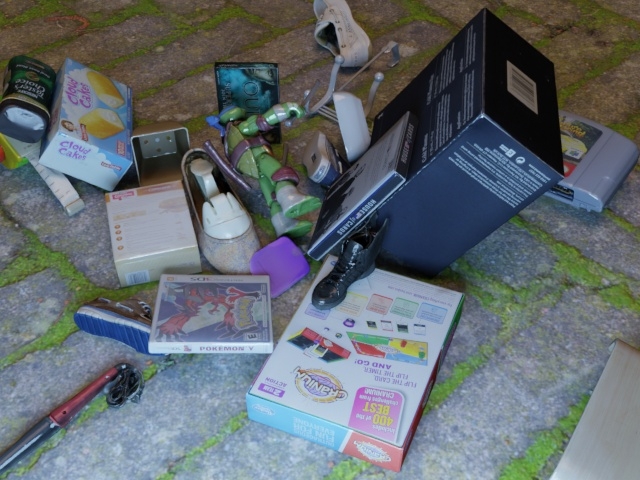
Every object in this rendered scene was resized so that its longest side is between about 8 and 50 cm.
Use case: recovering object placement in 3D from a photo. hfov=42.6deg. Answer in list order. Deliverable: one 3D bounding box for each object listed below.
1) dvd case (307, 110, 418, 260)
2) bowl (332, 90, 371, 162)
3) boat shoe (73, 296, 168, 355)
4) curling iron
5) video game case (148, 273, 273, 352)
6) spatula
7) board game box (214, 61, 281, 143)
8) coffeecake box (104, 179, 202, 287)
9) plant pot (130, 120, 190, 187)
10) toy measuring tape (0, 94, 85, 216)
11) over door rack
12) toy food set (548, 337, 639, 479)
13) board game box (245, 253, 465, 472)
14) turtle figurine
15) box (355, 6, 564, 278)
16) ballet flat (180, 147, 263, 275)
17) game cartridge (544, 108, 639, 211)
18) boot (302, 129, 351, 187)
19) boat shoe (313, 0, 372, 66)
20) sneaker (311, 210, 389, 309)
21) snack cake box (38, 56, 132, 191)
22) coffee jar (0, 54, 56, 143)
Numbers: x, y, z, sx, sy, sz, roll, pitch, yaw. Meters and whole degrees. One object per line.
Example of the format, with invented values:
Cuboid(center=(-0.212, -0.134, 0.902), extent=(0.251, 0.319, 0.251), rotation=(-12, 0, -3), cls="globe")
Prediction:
Cuboid(center=(0.071, -0.092, 1.382), extent=(0.029, 0.238, 0.179), rotation=(35, 40, -16), cls="dvd case")
Cuboid(center=(0.064, -0.225, 1.603), extent=(0.053, 0.142, 0.142), rotation=(-15, 3, 4), cls="bowl")
Cuboid(center=(-0.303, 0.127, 1.311), extent=(0.183, 0.066, 0.066), rotation=(17, 44, 17), cls="boat shoe")
Cuboid(center=(-0.371, 0.264, 1.187), extent=(0.274, 0.035, 0.068), rotation=(-32, 52, -30), cls="curling iron")
Cuboid(center=(-0.168, 0.111, 1.291), extent=(0.183, 0.023, 0.201), rotation=(1, 28, -6), cls="video game case")
Cuboid(center=(0.000, 0.000, 1.466), extent=(0.296, 0.030, 0.084), rotation=(-32, 81, -35), cls="spatula")
Cuboid(center=(-0.143, -0.274, 1.650), extent=(0.126, 0.186, 0.026), rotation=(0, 45, 0), cls="board game box")
Cuboid(center=(-0.299, -0.016, 1.461), extent=(0.142, 0.068, 0.185), rotation=(-11, 45, -11), cls="coffeecake box")
Cuboid(center=(-0.315, -0.180, 1.618), extent=(0.109, 0.109, 0.096), rotation=(-12, 31, -12), cls="plant pot")
Cuboid(center=(-0.572, -0.156, 1.612), extent=(0.121, 0.121, 0.330), rotation=(-34, 75, -31), cls="toy measuring tape")
Cuboid(center=(0.152, -0.333, 1.772), extent=(0.239, 0.108, 0.324), rotation=(32, 52, 28), cls="over door rack")
Cuboid(center=(0.454, 0.296, 1.132), extent=(0.219, 0.092, 0.306), rotation=(31, 52, 14), cls="toy food set")
Cuboid(center=(0.062, 0.173, 1.263), extent=(0.242, 0.064, 0.316), rotation=(16, 46, 17), cls="board game box")
Cuboid(center=(-0.056, -0.152, 1.503), extent=(0.274, 0.198, 0.266), rotation=(3, 55, -49), cls="turtle figurine")
Cuboid(center=(0.238, -0.169, 1.423), extent=(0.179, 0.312, 0.343), rotation=(33, 41, -18), cls="box")
Cuboid(center=(-0.190, -0.060, 1.481), extent=(0.107, 0.106, 0.316), rotation=(-21, 47, -16), cls="ballet flat")
Cuboid(center=(0.451, -0.175, 1.598), extent=(0.294, 0.060, 0.196), rotation=(26, 53, 28), cls="game cartridge")
Cuboid(center=(0.019, -0.150, 1.619), extent=(0.086, 0.069, 0.190), rotation=(28, 25, -18), cls="boot")
Cuboid(center=(0.029, -0.507, 1.962), extent=(0.096, 0.098, 0.277), rotation=(-15, 46, -17), cls="boat shoe")
Cuboid(center=(0.046, 0.032, 1.301), extent=(0.051, 0.089, 0.170), rotation=(31, 51, 29), cls="sneaker")
Cuboid(center=(-0.461, -0.233, 1.629), extent=(0.152, 0.089, 0.264), rotation=(24, 34, -31), cls="snack cake box")
Cuboid(center=(-0.562, -0.268, 1.566), extent=(0.096, 0.079, 0.184), rotation=(20, 38, -29), cls="coffee jar")
